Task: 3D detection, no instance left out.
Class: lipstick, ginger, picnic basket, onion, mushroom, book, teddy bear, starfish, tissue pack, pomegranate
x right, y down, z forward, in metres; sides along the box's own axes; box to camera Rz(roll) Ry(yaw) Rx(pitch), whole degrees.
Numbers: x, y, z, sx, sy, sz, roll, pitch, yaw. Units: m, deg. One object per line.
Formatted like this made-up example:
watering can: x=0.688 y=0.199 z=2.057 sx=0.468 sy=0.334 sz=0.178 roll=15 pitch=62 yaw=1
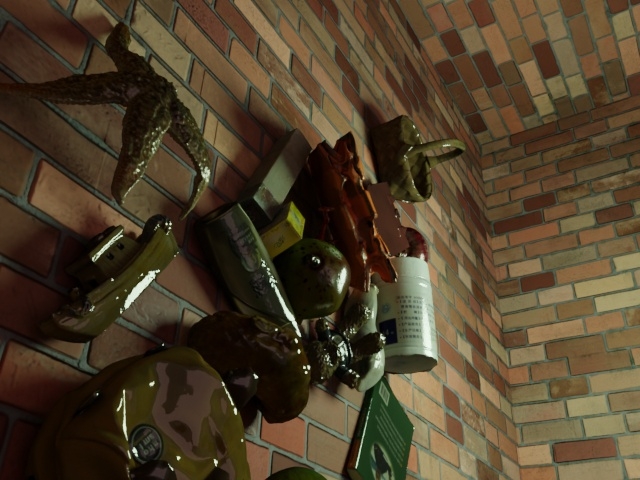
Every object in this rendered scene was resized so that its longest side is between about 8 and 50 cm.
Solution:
lipstick: x=-0.113 y=-0.162 z=1.630 sx=0.079 sy=0.076 sz=0.371 roll=53 pitch=33 yaw=-20
ginger: x=-0.120 y=0.237 z=1.310 sx=0.321 sy=0.172 sz=0.165 roll=52 pitch=-6 yaw=-32
picnic basket: x=0.379 y=-0.314 z=2.410 sx=0.293 sy=0.337 sz=0.337 roll=5 pitch=71 yaw=-62
onion: x=0.340 y=0.040 z=2.378 sx=0.151 sy=0.098 sz=0.205 roll=20 pitch=58 yaw=-60
mushroom: x=0.117 y=0.257 z=1.803 sx=0.097 sy=0.110 sz=0.351 roll=70 pitch=14 yaw=-47
book: x=0.177 y=0.579 z=1.828 sx=0.260 sy=0.043 sz=0.371 roll=60 pitch=28 yaw=-21
teddy bear: x=0.048 y=0.279 z=1.654 sx=0.251 sy=0.129 sz=0.182 roll=-23 pitch=71 yaw=-39
starfish: x=-0.337 y=-0.218 z=1.134 sx=0.398 sy=0.132 sz=0.384 roll=55 pitch=35 yaw=-4
tissue pack: x=-0.092 y=-0.024 z=1.510 sx=0.062 sy=0.095 sz=0.176 roll=55 pitch=10 yaw=-14
pomegranate: x=-0.028 y=0.115 z=1.539 sx=0.198 sy=0.198 sz=0.245 roll=-47 pitch=145 yaw=-60

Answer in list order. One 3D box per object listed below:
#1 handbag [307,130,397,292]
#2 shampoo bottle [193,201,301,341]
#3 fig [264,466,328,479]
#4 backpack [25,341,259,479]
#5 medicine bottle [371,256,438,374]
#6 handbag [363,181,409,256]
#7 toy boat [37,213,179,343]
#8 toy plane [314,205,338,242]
handbag: x=0.083 y=-0.076 z=1.778 sx=0.303 sy=0.116 sz=0.409 roll=-172 pitch=-115 yaw=-82
shampoo bottle: x=-0.149 y=0.093 z=1.405 sx=0.126 sy=0.084 sz=0.350 roll=-36 pitch=111 yaw=-32
fig: x=-0.052 y=0.530 z=1.277 sx=0.191 sy=0.181 sz=0.181 roll=-91 pitch=161 yaw=-81
backpack: x=-0.232 y=0.352 z=0.983 sx=0.378 sy=0.201 sz=0.353 roll=64 pitch=32 yaw=-12
medicine bottle: x=0.253 y=0.226 z=2.003 sx=0.190 sy=0.190 sz=0.332 roll=39 pitch=43 yaw=-49
handbag: x=0.200 y=-0.070 z=2.196 sx=0.275 sy=0.084 sz=0.260 roll=-17 pitch=88 yaw=-64
toy boat: x=-0.342 y=0.051 z=1.062 sx=0.121 sy=0.089 sz=0.321 roll=56 pitch=30 yaw=-15
toy plane: x=0.007 y=0.000 z=1.697 sx=0.126 sy=0.194 sz=0.077 roll=13 pitch=39 yaw=-34
